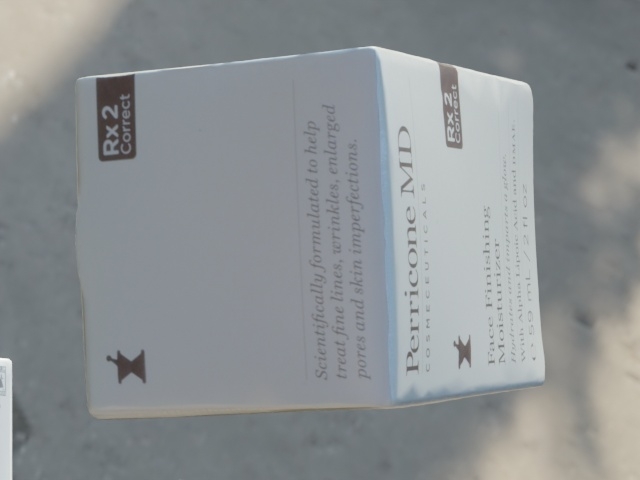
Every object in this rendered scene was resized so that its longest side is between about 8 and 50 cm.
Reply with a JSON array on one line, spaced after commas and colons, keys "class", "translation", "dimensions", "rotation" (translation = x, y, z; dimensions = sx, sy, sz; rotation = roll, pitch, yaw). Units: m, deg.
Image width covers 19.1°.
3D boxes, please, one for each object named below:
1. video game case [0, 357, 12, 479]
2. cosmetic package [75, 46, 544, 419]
[{"class": "video game case", "translation": [-0.263, 0.134, 1.159], "dimensions": [0.157, 0.019, 0.143], "rotation": [9, 67, -30]}, {"class": "cosmetic package", "translation": [0.000, 0.000, 0.869], "dimensions": [0.151, 0.151, 0.183], "rotation": [-4, -2, 26]}]
